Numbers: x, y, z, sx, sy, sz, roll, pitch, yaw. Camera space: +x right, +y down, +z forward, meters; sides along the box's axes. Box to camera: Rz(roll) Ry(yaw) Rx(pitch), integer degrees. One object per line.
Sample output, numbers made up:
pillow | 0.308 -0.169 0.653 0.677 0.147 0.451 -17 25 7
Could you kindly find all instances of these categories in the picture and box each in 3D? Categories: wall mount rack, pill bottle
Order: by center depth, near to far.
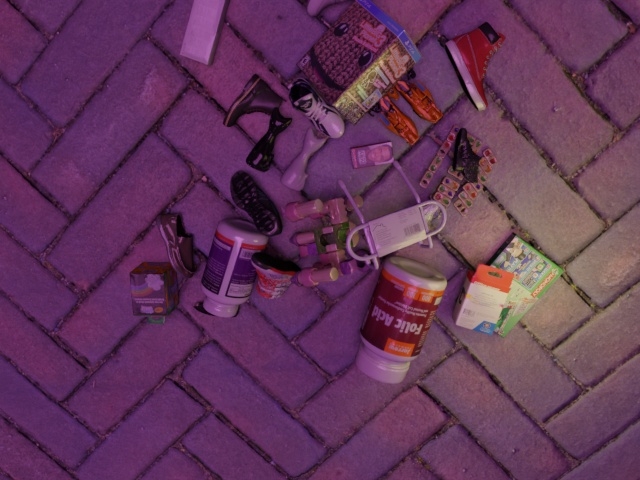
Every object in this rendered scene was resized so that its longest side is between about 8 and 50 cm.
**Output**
wall mount rack | 0.213 -0.083 1.687 0.349 0.130 0.305 -20 99 -13
pill bottle | 0.265 0.274 1.809 0.223 0.224 0.393 18 105 0
pill bottle | -0.309 0.096 1.833 0.181 0.181 0.323 20 105 -1

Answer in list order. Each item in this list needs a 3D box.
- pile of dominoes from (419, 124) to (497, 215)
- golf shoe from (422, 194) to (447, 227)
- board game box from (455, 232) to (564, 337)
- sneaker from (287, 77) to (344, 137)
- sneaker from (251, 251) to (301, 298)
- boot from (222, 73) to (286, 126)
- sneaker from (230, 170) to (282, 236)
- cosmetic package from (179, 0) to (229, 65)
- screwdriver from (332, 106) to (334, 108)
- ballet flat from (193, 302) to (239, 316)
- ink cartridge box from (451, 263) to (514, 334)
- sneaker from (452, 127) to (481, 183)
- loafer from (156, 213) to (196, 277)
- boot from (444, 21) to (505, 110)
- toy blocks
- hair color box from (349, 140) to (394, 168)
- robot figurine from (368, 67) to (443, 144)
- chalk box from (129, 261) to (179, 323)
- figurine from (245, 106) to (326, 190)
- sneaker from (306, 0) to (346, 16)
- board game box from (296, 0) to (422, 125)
pile of dominoes | 0.464 -0.228 1.736 0.195 0.040 0.251 30 93 -4
golf shoe | 0.348 -0.079 1.801 0.086 0.069 0.176 43 94 -1
board game box | 0.658 0.160 1.842 0.213 0.046 0.317 36 104 -5
sneaker | -0.023 -0.420 1.679 0.094 0.153 0.235 -32 94 23
sneaker | -0.179 0.131 1.799 0.145 0.270 0.090 -49 63 12
boot | -0.221 -0.432 1.750 0.137 0.077 0.198 36 105 -10
sneaker | -0.221 -0.122 1.818 0.101 0.106 0.267 -36 78 14
cosmetic package | -0.370 -0.699 1.696 0.098 0.060 0.239 20 105 -3
screwdriver | 0.061 -0.479 1.734 0.024 0.025 0.170 16 110 0
ballet flat | -0.385 0.252 1.957 0.173 0.049 0.058 6 147 4
ink cartridge box | 0.554 0.190 1.794 0.134 0.078 0.231 17 105 0
sneaker | 0.482 -0.275 1.710 0.089 0.051 0.170 8 91 -6
loafer | -0.499 0.015 1.872 0.087 0.094 0.251 -19 102 13
boot | 0.520 -0.549 1.654 0.176 0.088 0.245 -24 98 9
toy blocks | 0.000 0.000 1.793 0.260 0.308 0.289 -12 92 41
hair color box | 0.173 -0.287 1.768 0.141 0.043 0.072 -10 102 6
robot figurine | 0.247 -0.462 1.695 0.291 0.085 0.211 44 102 -7
chalk box | -0.599 0.198 1.910 0.132 0.132 0.213 1 105 3
figurine | -0.111 -0.304 1.758 0.214 0.092 0.210 29 107 -4
sneaker | 0.092 -0.784 1.610 0.305 0.114 0.152 -39 97 13
board game box | 0.113 -0.547 1.599 0.291 0.141 0.232 -44 57 13
